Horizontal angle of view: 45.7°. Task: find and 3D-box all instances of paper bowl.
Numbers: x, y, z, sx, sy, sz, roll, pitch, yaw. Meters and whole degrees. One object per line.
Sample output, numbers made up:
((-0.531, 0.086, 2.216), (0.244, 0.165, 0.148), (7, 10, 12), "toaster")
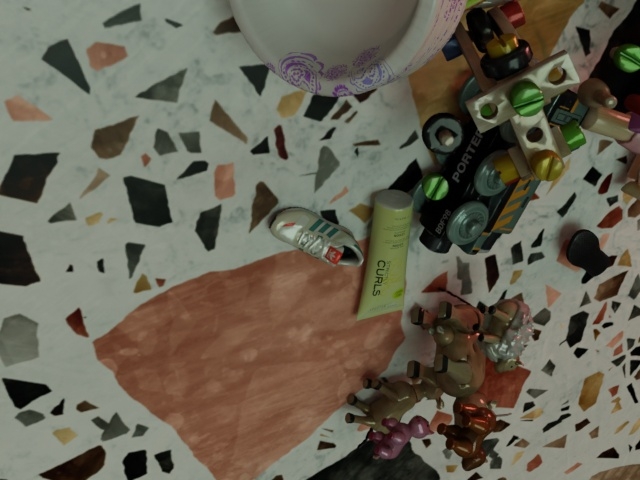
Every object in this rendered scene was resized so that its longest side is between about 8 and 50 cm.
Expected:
((0.039, -0.317, 0.876), (0.148, 0.284, 0.284), (-31, 138, -51), "paper bowl")

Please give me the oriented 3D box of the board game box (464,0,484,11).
((0.139, -0.408, 0.932), (0.124, 0.039, 0.259), (-29, 94, -6), "board game box")

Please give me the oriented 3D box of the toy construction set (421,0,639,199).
((0.290, -0.161, 0.944), (0.309, 0.237, 0.257), (-3, 111, 0), "toy construction set")

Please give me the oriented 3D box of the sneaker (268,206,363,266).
((0.000, 0.000, 1.165), (0.161, 0.075, 0.057), (20, 109, -33), "sneaker")

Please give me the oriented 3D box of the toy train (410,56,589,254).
((0.278, -0.121, 1.190), (0.190, 0.142, 0.333), (6, 117, -39), "toy train")

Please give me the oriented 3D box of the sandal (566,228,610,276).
((0.500, 0.021, 1.442), (0.067, 0.040, 0.179), (-43, 142, 12), "sandal")

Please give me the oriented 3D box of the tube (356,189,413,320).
((0.111, 0.032, 1.251), (0.070, 0.062, 0.240), (14, 126, 13), "tube")

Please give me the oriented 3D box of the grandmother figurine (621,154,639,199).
((0.631, -0.230, 1.310), (0.208, 0.104, 0.342), (-1, 117, -35), "grandmother figurine")

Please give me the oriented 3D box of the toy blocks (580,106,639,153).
((0.599, -0.249, 1.105), (0.260, 0.309, 0.288), (12, 95, -24), "toy blocks")

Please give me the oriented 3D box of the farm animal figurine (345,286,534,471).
((0.223, 0.253, 1.343), (0.172, 0.330, 0.326), (24, 79, -32), "farm animal figurine")

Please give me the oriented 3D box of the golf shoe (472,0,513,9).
((0.266, -0.364, 1.040), (0.273, 0.120, 0.105), (-20, 124, -14), "golf shoe")
